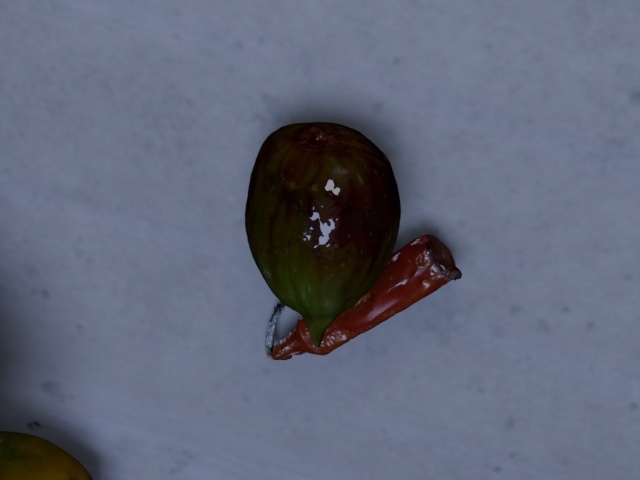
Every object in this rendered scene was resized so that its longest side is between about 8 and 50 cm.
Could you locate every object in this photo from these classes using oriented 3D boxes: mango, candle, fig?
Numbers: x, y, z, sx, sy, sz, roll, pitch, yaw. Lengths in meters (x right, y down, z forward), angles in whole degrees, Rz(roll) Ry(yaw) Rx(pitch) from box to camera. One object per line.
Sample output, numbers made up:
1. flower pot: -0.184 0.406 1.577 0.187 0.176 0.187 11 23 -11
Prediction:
1. mango: -0.251 0.198 1.059 0.163 0.089 0.111 17 122 9
2. candle: 0.021 0.044 0.957 0.162 0.053 0.048 -32 101 25
3. fig: 0.000 0.000 0.908 0.103 0.109 0.155 5 123 3
